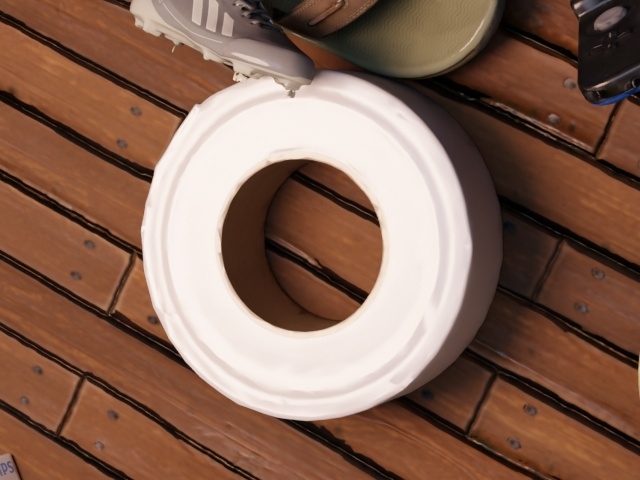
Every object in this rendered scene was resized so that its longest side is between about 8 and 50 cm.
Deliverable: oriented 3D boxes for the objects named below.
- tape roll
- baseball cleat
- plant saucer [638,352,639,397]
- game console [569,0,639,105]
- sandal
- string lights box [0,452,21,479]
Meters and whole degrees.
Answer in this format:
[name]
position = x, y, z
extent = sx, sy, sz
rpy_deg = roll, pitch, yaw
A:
[tape roll]
position = 0.000, 0.000, 1.582
extent = 0.286, 0.100, 0.286
rpy_deg = 2, 94, 21
[baseball cleat]
position = -0.073, -0.188, 1.533
extent = 0.206, 0.072, 0.109
rpy_deg = 26, 96, 38
[plant saucer]
position = 0.365, 0.106, 1.482
extent = 0.241, 0.037, 0.241
rpy_deg = 1, 93, 20
[game console]
position = 0.285, -0.269, 1.426
extent = 0.293, 0.250, 0.173
rpy_deg = -28, 110, 20
[sandal]
position = 0.003, -0.209, 1.573
extent = 0.303, 0.086, 0.120
rpy_deg = 18, 95, 21
[string lights box]
position = -0.297, 0.335, 1.726
extent = 0.133, 0.077, 0.260
rpy_deg = -25, 84, 22
